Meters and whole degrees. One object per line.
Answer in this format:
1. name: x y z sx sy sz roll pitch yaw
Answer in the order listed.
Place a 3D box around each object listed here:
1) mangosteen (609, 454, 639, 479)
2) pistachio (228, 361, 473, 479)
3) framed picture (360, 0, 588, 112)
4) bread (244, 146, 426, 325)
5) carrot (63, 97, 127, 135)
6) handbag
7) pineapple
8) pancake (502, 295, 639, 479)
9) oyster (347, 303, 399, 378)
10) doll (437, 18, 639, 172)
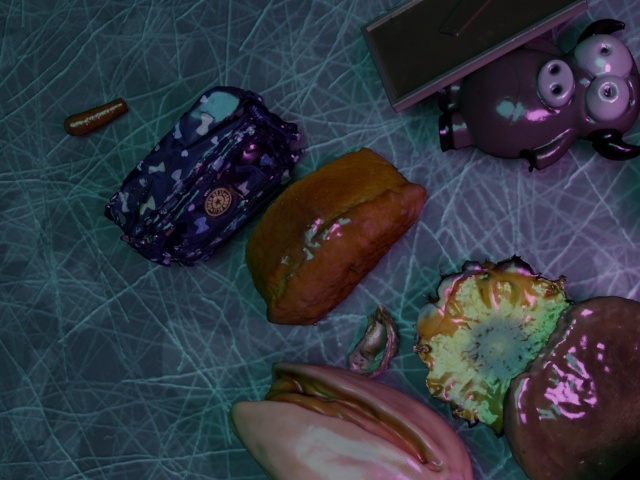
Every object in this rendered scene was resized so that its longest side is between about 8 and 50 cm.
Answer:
1. mangosteen: 0.410 0.327 0.939 0.300 0.300 0.300 -2 84 16
2. pistachio: 0.042 0.256 1.124 0.299 0.187 0.187 28 93 18
3. framed picture: 0.176 -0.269 1.168 0.250 0.016 0.184 -28 43 11
4. bread: 0.001 -0.005 1.181 0.260 0.134 0.129 -46 73 7
5. carrot: -0.315 -0.172 1.346 0.093 0.032 0.032 -22 78 8
6. handbag: -0.141 -0.071 1.221 0.260 0.162 0.113 -45 61 7
7. pineapple: 0.213 0.121 1.132 0.225 0.076 0.225 0 88 11
8. pancake: 0.312 0.177 1.066 0.236 0.042 0.222 -31 98 -13
9. oyster: 0.067 0.131 1.208 0.083 0.038 0.080 -34 64 37
10. doll: 0.265 -0.170 1.129 0.257 0.117 0.182 -6 74 19
